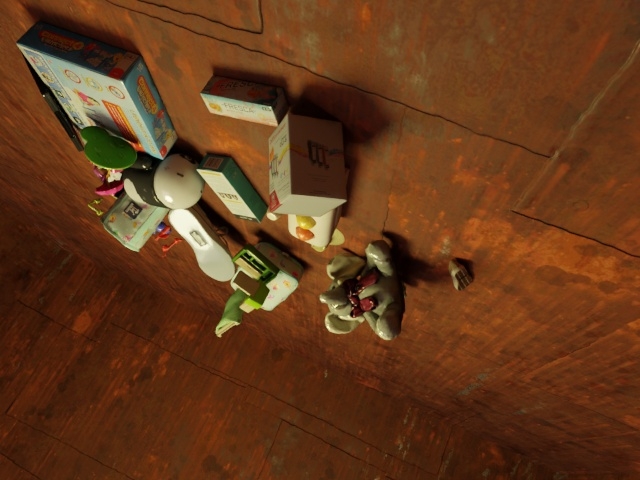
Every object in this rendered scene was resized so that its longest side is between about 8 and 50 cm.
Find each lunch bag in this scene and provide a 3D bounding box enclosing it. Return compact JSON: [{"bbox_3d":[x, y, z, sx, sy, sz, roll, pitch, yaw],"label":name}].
[{"bbox_3d":[-0.208,0.132,1.855,0.224,0.108,0.279,36,133,-10],"label":"lunch bag"},{"bbox_3d":[-0.625,-0.094,1.674,0.160,0.223,0.262,42,172,-32],"label":"lunch bag"}]

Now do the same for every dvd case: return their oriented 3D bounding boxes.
[{"bbox_3d":[-0.762,-0.393,1.389,0.180,0.022,0.253,57,163,20],"label":"dvd case"}]

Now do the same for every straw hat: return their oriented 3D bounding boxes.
[{"bbox_3d":[0.000,0.000,1.500,0.144,0.061,0.144,21,157,10],"label":"straw hat"}]

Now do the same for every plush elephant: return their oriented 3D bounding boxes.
[{"bbox_3d":[0.114,0.160,1.456,0.255,0.272,0.330,-10,171,15],"label":"plush elephant"}]

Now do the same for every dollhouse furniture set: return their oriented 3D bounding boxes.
[{"bbox_3d":[-0.311,0.183,1.729,0.151,0.198,0.301,40,132,-15],"label":"dollhouse furniture set"}]

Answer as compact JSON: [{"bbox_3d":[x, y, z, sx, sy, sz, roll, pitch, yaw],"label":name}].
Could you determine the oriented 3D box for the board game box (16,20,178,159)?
[{"bbox_3d":[-0.559,-0.377,1.259,0.301,0.086,0.308,21,156,10],"label":"board game box"}]

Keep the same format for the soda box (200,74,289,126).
[{"bbox_3d":[-0.163,-0.301,1.043,0.183,0.058,0.063,16,155,21],"label":"soda box"}]

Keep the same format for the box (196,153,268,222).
[{"bbox_3d":[-0.257,-0.151,1.451,0.100,0.060,0.244,12,153,30],"label":"box"}]

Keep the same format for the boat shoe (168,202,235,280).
[{"bbox_3d":[-0.425,-0.018,1.805,0.135,0.157,0.367,-22,124,17],"label":"boat shoe"}]

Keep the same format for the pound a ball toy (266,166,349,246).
[{"bbox_3d":[-0.055,-0.094,1.266,0.208,0.136,0.319,23,156,6],"label":"pound a ball toy"}]

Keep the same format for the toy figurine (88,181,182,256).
[{"bbox_3d":[-0.720,-0.084,1.929,0.362,0.191,0.217,34,161,-15],"label":"toy figurine"}]

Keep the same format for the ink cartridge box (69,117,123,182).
[{"bbox_3d":[-0.729,-0.301,1.526,0.189,0.066,0.232,50,179,37],"label":"ink cartridge box"}]

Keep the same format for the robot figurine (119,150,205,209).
[{"bbox_3d":[-0.480,-0.189,1.471,0.278,0.209,0.174,11,116,32],"label":"robot figurine"}]

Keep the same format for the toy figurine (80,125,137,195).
[{"bbox_3d":[-0.601,-0.203,1.346,0.173,0.130,0.159,44,134,12],"label":"toy figurine"}]

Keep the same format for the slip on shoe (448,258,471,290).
[{"bbox_3d":[0.380,0.096,1.336,0.135,0.051,0.041,45,-169,-53],"label":"slip on shoe"}]

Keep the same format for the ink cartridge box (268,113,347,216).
[{"bbox_3d":[-0.031,-0.154,1.024,0.127,0.176,0.128,4,165,-25],"label":"ink cartridge box"}]
